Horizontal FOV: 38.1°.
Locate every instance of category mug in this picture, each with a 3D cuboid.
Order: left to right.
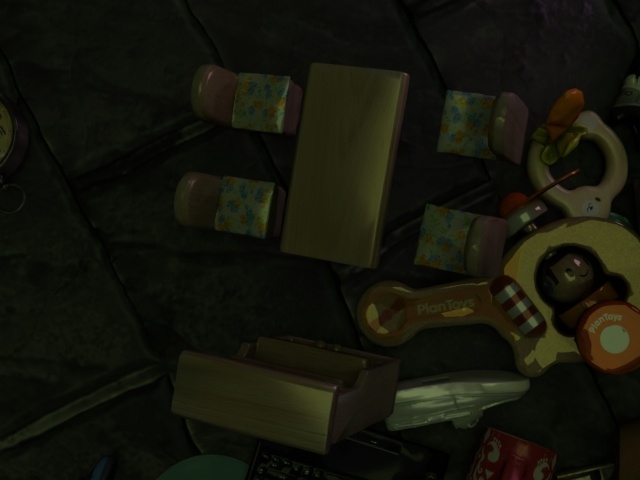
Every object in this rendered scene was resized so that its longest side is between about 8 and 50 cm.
[{"bbox_3d":[0.218,0.315,1.078,0.113,0.150,0.169,24,81,-14],"label":"mug"}]

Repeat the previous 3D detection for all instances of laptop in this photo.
[{"bbox_3d":[0.014,0.351,1.070,0.234,0.136,0.264,18,89,-4],"label":"laptop"}]

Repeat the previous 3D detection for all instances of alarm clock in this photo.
[{"bbox_3d":[-0.433,-0.117,1.188,0.129,0.064,0.192,-31,81,-1],"label":"alarm clock"}]

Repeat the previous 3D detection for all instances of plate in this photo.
[{"bbox_3d":[-0.137,0.361,1.145,0.188,0.024,0.188,0,85,2],"label":"plate"}]

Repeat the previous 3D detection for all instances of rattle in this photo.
[{"bbox_3d":[0.336,-0.071,1.118,0.130,0.143,0.199,-11,77,-17],"label":"rattle"}]

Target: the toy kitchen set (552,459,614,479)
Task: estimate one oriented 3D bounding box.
[{"bbox_3d":[0.320,0.306,1.101,0.068,0.083,0.075,-14,84,1],"label":"toy kitchen set"}]

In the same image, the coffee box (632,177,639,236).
[{"bbox_3d":[0.444,0.039,1.086,0.098,0.141,0.246,-6,90,2],"label":"coffee box"}]

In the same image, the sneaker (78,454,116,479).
[{"bbox_3d":[-0.303,0.324,1.142,0.059,0.053,0.144,31,85,7],"label":"sneaker"}]

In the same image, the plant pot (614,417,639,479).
[{"bbox_3d":[0.466,0.276,1.044,0.254,0.237,0.237,4,84,16],"label":"plant pot"}]

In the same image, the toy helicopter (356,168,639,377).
[{"bbox_3d":[0.214,0.051,1.115,0.355,0.140,0.234,-10,90,14],"label":"toy helicopter"}]

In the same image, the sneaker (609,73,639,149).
[{"bbox_3d":[0.433,-0.130,1.155,0.170,0.063,0.075,39,87,11],"label":"sneaker"}]

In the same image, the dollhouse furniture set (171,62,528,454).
[{"bbox_3d":[0.000,0.000,1.015,0.362,0.256,0.394,10,92,21],"label":"dollhouse furniture set"}]

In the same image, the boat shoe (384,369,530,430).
[{"bbox_3d":[0.165,0.199,1.132,0.184,0.066,0.063,-9,97,0],"label":"boat shoe"}]

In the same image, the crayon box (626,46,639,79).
[{"bbox_3d":[0.574,-0.226,1.149,0.319,0.081,0.202,29,86,6],"label":"crayon box"}]
